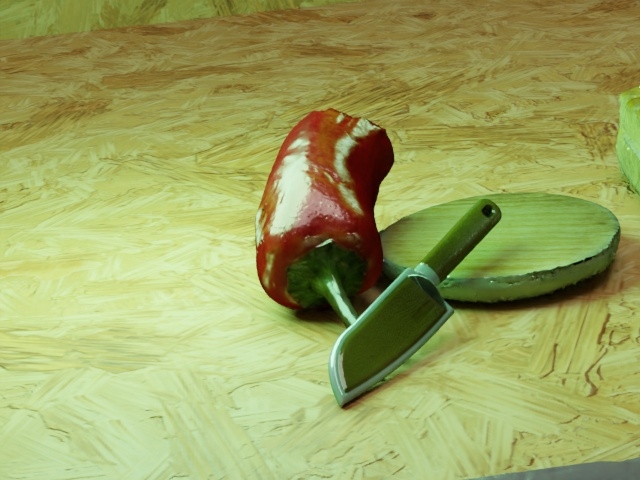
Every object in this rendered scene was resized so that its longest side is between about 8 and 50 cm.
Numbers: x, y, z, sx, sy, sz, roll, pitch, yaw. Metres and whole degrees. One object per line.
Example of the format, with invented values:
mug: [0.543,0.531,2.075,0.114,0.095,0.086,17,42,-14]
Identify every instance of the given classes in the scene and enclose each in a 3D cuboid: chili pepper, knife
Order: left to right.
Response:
chili pepper: [-0.005,0.001,1.586,0.134,0.131,0.338,-42,22,29]
knife: [0.096,0.051,1.480,0.061,0.027,0.343,41,43,7]

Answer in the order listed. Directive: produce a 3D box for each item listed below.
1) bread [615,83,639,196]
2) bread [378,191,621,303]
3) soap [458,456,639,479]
bread: [0.479,-0.113,1.840,0.246,0.111,0.239,-5,19,0]
bread: [0.182,0.007,1.657,0.267,0.040,0.267,-6,19,2]
soap: [0.180,0.229,0.890,0.296,0.107,0.285,-8,21,-7]
